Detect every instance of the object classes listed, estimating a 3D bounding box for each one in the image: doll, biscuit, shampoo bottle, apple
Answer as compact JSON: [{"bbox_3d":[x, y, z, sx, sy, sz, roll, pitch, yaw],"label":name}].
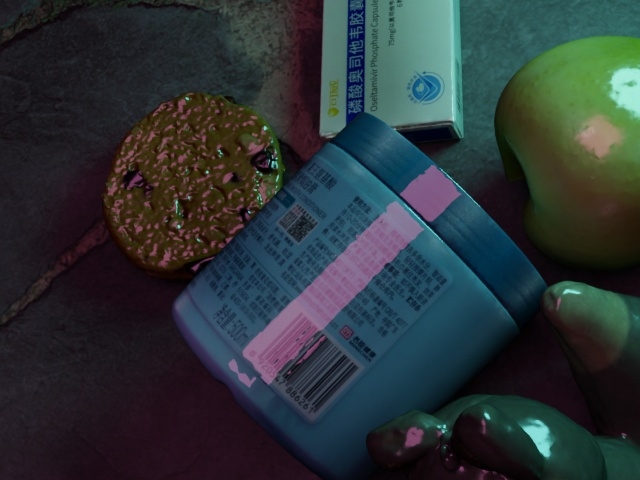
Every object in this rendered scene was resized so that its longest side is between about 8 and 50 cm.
[{"bbox_3d":[0.240,0.214,1.194,0.252,0.382,0.378,-19,47,43],"label":"doll"},{"bbox_3d":[-0.188,-0.078,1.573,0.296,0.075,0.295,-4,72,12],"label":"biscuit"},{"bbox_3d":[0.043,0.076,1.297,0.343,0.331,0.331,-45,63,-2],"label":"shampoo bottle"},{"bbox_3d":[0.356,-0.108,1.310,0.254,0.292,0.292,-19,65,6],"label":"apple"}]

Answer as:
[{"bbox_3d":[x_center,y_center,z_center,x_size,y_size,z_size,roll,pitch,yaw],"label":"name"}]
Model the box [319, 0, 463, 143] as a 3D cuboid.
[{"bbox_3d":[0.105,-0.303,1.568,0.200,0.065,0.343,-5,69,16],"label":"box"}]
